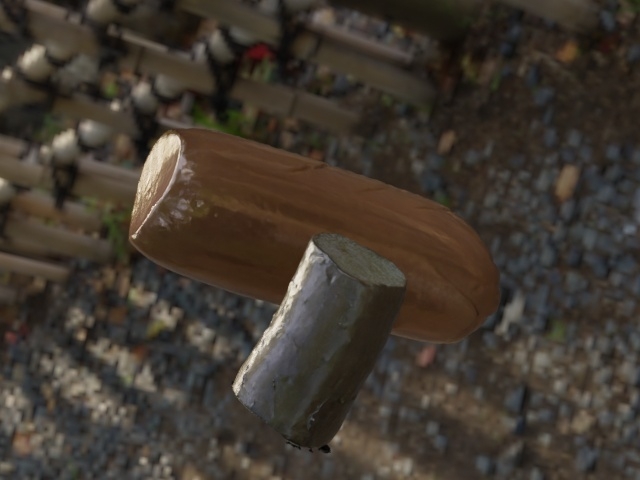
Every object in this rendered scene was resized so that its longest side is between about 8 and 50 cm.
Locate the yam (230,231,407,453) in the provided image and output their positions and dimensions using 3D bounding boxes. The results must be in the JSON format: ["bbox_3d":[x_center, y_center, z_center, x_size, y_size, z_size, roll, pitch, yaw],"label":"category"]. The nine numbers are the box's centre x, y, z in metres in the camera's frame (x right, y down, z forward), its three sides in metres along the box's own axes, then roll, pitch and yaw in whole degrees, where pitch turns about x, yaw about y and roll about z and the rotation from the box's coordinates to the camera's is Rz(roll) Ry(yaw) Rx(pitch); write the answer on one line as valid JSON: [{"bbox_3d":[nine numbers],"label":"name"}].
[{"bbox_3d":[0.000,0.066,1.072,0.127,0.084,0.084,-63,32,12],"label":"yam"}]

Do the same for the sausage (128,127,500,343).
[{"bbox_3d":[0.001,0.000,1.283,0.121,0.304,0.121,-51,29,44],"label":"sausage"}]
